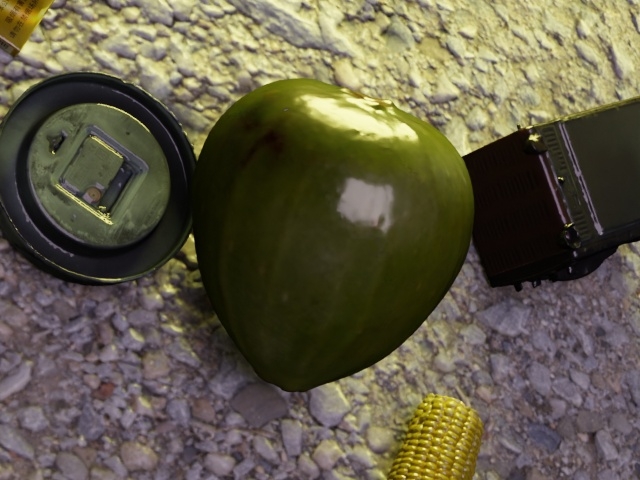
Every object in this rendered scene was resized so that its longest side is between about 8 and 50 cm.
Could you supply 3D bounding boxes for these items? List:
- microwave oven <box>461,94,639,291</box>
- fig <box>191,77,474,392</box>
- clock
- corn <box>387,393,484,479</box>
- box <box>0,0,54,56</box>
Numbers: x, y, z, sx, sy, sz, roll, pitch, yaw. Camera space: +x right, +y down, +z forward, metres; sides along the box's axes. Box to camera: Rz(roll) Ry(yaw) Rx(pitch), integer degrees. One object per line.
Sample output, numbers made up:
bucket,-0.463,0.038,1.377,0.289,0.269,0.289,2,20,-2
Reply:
microwave oven,0.313,-0.057,1.625,0.247,0.178,0.188,-16,82,-32
fig,0.000,0.000,1.382,0.316,0.316,0.316,8,73,-28
clock,-0.233,-0.062,1.390,0.226,0.049,0.226,9,72,-27
corn,0.108,0.286,1.465,0.093,0.093,0.244,31,63,-19
box,-0.355,-0.267,1.388,0.156,0.022,0.089,37,61,-17
